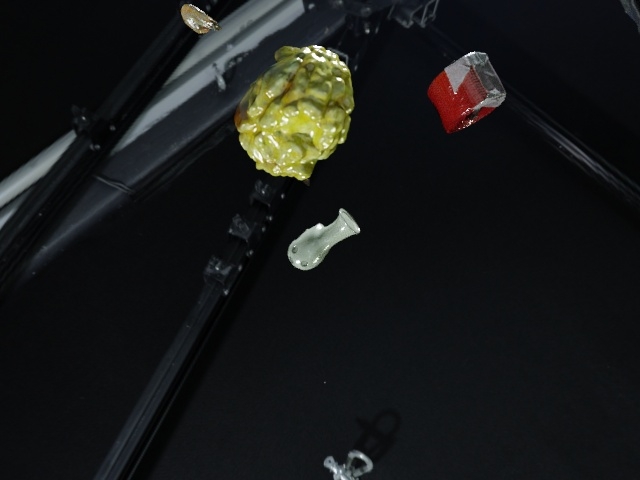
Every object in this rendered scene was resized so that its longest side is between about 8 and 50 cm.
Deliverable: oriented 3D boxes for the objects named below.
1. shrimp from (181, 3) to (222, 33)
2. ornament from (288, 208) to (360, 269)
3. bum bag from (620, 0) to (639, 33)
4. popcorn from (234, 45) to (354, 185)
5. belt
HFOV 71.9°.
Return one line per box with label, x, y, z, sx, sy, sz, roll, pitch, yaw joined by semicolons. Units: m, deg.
shrimp;-0.268;-0.489;0.992;0.108;0.059;0.023;34;-123;5
ornament;0.000;0.000;0.928;0.156;0.074;0.081;-36;-117;18
bum bag;0.534;-0.437;0.742;0.074;0.137;0.310;-17;-142;32
popcorn;-0.034;-0.207;0.714;0.169;0.218;0.189;41;-145;-24
belt;0.301;-0.315;0.935;0.127;0.201;0.124;-27;-93;10
